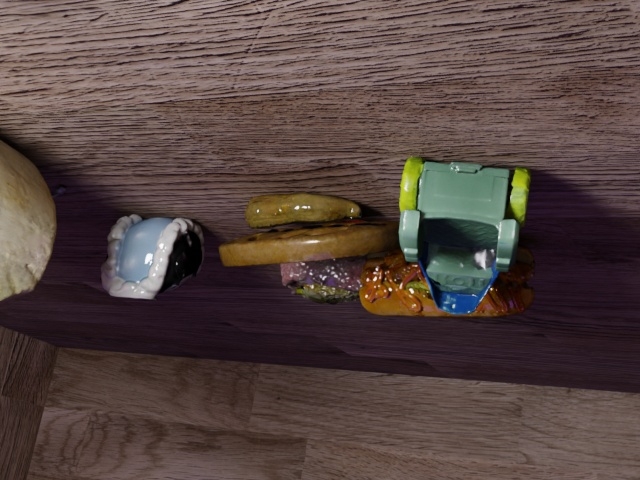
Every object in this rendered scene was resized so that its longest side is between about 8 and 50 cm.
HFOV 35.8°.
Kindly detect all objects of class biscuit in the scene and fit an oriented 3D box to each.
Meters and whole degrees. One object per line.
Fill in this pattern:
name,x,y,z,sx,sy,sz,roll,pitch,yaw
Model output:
biscuit,0.000,-0.001,1.789,0.367,0.063,0.314,-6,-176,45

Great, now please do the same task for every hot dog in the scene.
hot dog,0.226,0.065,1.848,0.349,0.158,0.117,1,164,29

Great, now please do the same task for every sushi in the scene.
sushi,0.032,0.083,2.127,0.241,0.107,0.161,5,166,15

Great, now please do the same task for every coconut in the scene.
coconut,-0.650,-0.026,1.710,0.345,0.415,0.415,-37,155,1

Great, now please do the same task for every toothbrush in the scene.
toothbrush,-0.564,-0.089,2.057,0.017,0.014,0.194,19,161,-28

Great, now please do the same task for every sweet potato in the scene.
sweet potato,-0.042,-0.055,1.790,0.233,0.062,0.081,-2,179,27

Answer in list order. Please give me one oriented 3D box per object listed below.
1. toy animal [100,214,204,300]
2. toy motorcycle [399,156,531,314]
toy animal,-0.352,0.026,2.058,0.204,0.156,0.208,6,-166,22
toy motorcycle,0.228,0.004,1.590,0.191,0.199,0.326,6,161,11
